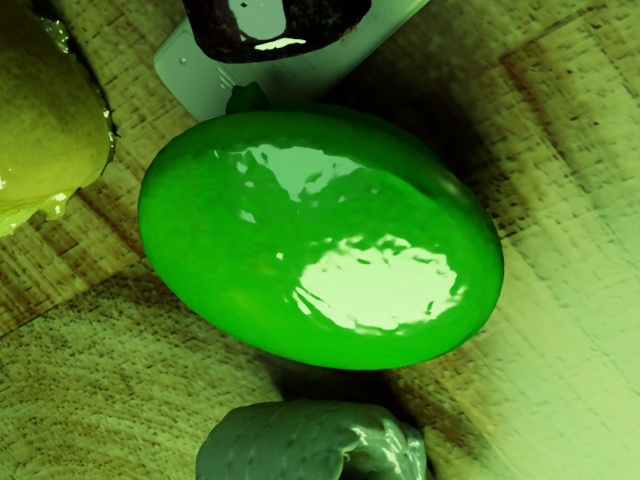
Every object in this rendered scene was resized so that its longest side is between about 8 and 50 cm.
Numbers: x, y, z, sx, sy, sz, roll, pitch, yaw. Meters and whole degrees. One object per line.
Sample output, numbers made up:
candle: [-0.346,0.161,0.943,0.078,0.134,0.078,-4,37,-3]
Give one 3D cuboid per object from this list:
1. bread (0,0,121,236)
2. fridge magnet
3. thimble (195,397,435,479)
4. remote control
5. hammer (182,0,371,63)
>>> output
bread: [-0.257,-0.085,0.877,0.204,0.162,0.262,-30,121,34]
fridge magnet: [0.000,0.000,0.808,0.208,0.088,0.208,10,141,8]
thimble: [0.001,0.178,0.949,0.118,0.127,0.151,-4,128,37]
remote control: [-0.018,-0.117,0.781,0.087,0.029,0.190,44,137,-6]
hammer: [0.097,-0.198,0.581,0.409,0.095,0.242,2,117,25]
